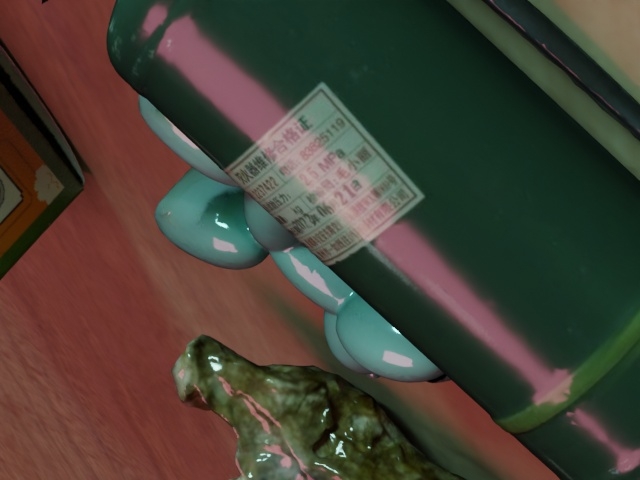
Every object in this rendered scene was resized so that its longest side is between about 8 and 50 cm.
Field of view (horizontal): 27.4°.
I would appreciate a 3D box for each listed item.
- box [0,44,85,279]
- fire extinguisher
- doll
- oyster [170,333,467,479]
[{"bbox_3d":[-0.268,-0.061,0.724,0.195,0.148,0.177,14,148,44],"label":"box"},{"bbox_3d":[0.012,-0.045,0.419,0.294,0.093,0.118,43,130,-2],"label":"fire extinguisher"},{"bbox_3d":[0.000,0.000,0.542,0.158,0.059,0.159,31,152,21],"label":"doll"},{"bbox_3d":[0.067,0.199,0.756,0.204,0.111,0.396,4,139,28],"label":"oyster"}]
